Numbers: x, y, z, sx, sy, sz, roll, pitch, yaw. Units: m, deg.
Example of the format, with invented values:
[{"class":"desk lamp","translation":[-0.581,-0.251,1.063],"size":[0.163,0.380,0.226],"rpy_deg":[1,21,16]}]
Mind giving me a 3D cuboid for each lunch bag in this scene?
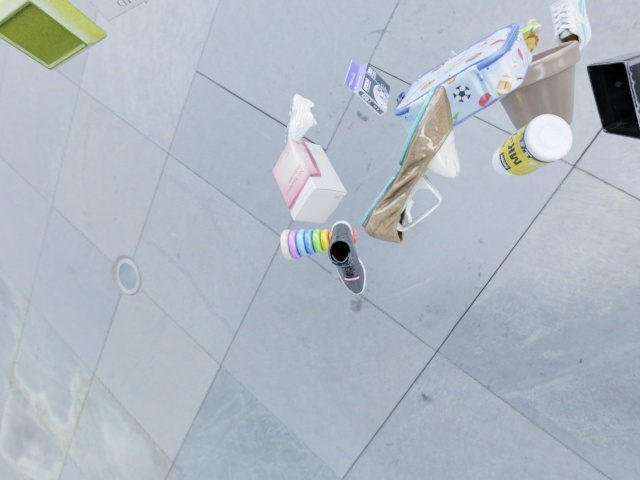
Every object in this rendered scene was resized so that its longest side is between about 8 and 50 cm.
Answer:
[{"class":"lunch bag","translation":[0.323,-0.370,0.947],"size":[0.303,0.243,0.115],"rpy_deg":[-16,121,46]}]

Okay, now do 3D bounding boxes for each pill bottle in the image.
[{"class":"pill bottle","translation":[0.559,-0.243,1.084],"size":[0.119,0.208,0.119],"rpy_deg":[0,83,-2]}]

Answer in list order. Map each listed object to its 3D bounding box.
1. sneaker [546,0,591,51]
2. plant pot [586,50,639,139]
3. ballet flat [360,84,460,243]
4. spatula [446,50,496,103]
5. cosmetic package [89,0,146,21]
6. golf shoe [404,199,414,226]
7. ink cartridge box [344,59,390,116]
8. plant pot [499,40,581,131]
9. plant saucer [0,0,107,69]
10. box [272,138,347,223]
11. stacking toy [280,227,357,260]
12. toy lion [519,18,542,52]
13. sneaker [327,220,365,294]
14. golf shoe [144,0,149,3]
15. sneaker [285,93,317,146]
[{"class":"sneaker","translation":[0.754,-0.675,1.225],"size":[0.229,0.092,0.087],"rpy_deg":[47,156,-22]},{"class":"plant pot","translation":[0.787,-0.371,0.959],"size":[0.167,0.188,0.187],"rpy_deg":[-22,105,17]},{"class":"ballet flat","translation":[0.198,-0.125,0.804],"size":[0.124,0.116,0.342],"rpy_deg":[32,124,11]},{"class":"spatula","translation":[0.545,-0.573,1.417],"size":[0.242,0.168,0.019],"rpy_deg":[39,101,2]},{"class":"cosmetic package","translation":[-0.306,-0.452,0.552],"size":[0.151,0.184,0.151],"rpy_deg":[-25,73,4]},{"class":"golf shoe","translation":[0.319,-0.129,1.494],"size":[0.069,0.086,0.176],"rpy_deg":[118,142,-58]},{"class":"ink cartridge box","translation":[0.202,-0.649,1.679],"size":[0.208,0.206,0.045],"rpy_deg":[34,138,-23]},{"class":"plant pot","translation":[0.677,-0.453,1.254],"size":[0.263,0.263,0.229],"rpy_deg":[-15,111,29]},{"class":"plant saucer","translation":[-0.611,-0.459,0.878],"size":[0.188,0.188,0.045],"rpy_deg":[-17,67,20]},{"class":"box","translation":[-0.042,-0.189,1.296],"size":[0.149,0.126,0.232],"rpy_deg":[-53,48,36]},{"class":"stacking toy","translation":[0.000,0.000,1.760],"size":[0.330,0.141,0.141],"rpy_deg":[-8,94,13]},{"class":"toy lion","translation":[0.514,-0.506,1.028],"size":[0.100,0.096,0.034],"rpy_deg":[-21,61,-2]},{"class":"sneaker","translation":[0.090,0.090,1.444],"size":[0.104,0.147,0.296],"rpy_deg":[-10,111,16]},{"class":"golf shoe","translation":[-0.449,-0.603,0.925],"size":[0.273,0.105,0.120],"rpy_deg":[28,130,58]},{"class":"sneaker","translation":[-0.072,-0.451,1.582],"size":[0.115,0.090,0.232],"rpy_deg":[10,92,-16]}]
